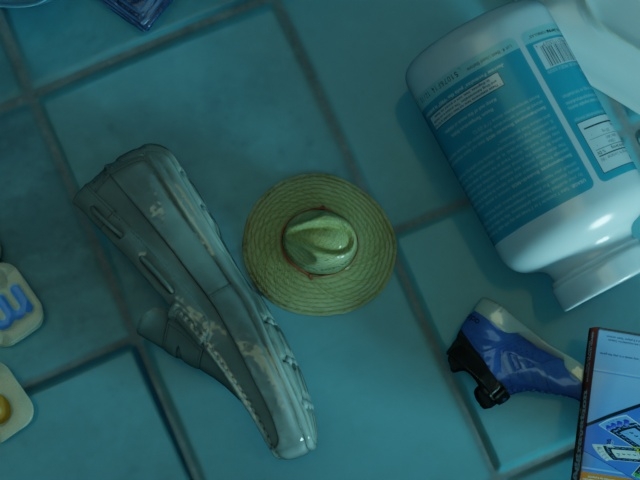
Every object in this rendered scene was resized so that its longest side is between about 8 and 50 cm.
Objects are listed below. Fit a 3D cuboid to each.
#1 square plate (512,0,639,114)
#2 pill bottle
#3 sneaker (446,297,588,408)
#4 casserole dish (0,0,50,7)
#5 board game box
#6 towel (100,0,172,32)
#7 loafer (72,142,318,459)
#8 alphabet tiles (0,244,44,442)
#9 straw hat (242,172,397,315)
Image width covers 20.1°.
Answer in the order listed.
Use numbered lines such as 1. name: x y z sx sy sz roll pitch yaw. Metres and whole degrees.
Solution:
1. square plate: 0.405 -0.253 1.702 0.347 0.049 0.344 33 82 4
2. pill bottle: 0.196 -0.072 1.624 0.146 0.146 0.264 -27 83 -5
3. sneaker: 0.185 0.128 1.641 0.152 0.058 0.084 36 86 0
4. casserole dish: -0.309 -0.269 1.682 0.188 0.037 0.114 6 82 15
5. board game box: 0.367 0.170 1.625 0.281 0.027 0.145 10 81 -12
6. towel: -0.192 -0.254 1.702 0.119 0.029 0.067 36 82 4
7. loafer: -0.110 0.065 1.624 0.111 0.112 0.319 -32 76 0
8. alphabet tiles: -0.401 0.096 1.653 0.284 0.021 0.278 -36 84 -6
9. straw hat: 0.000 0.000 1.653 0.144 0.061 0.144 0 83 -1
